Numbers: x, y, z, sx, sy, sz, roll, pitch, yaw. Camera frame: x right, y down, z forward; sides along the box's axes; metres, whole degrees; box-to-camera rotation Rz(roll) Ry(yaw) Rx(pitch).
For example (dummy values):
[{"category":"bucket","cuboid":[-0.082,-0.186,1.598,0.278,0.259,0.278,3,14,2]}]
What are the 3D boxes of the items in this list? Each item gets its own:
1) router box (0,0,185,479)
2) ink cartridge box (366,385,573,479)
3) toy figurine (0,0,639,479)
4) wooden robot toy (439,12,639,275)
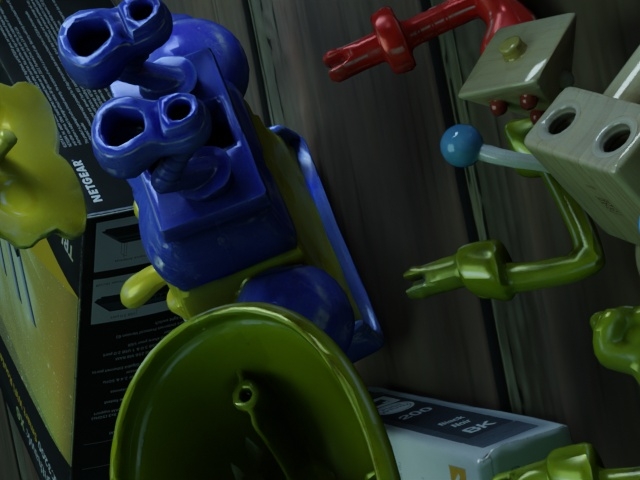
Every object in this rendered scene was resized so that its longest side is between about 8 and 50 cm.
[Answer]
[{"category":"router box","cuboid":[-0.154,-0.024,0.964,0.309,0.081,0.243,56,148,41]},{"category":"ink cartridge box","cuboid":[0.042,0.163,0.655,0.208,0.045,0.206,2,103,65]},{"category":"toy figurine","cuboid":[0.000,0.000,0.624,0.217,0.191,0.362,61,-175,-62]},{"category":"wooden robot toy","cuboid":[0.104,-0.013,0.438,0.079,0.076,0.173,50,170,-29]}]
